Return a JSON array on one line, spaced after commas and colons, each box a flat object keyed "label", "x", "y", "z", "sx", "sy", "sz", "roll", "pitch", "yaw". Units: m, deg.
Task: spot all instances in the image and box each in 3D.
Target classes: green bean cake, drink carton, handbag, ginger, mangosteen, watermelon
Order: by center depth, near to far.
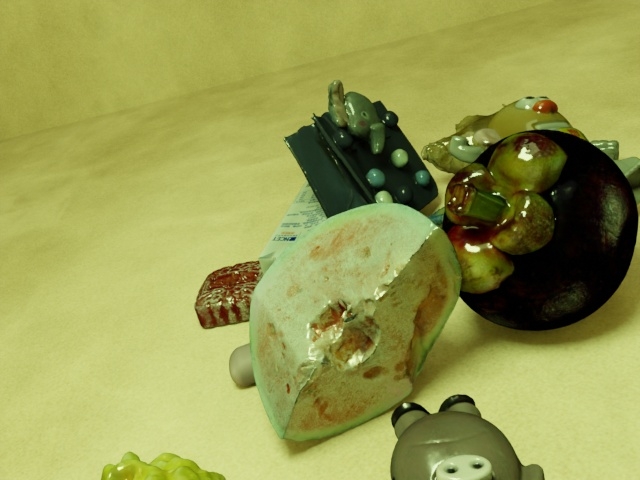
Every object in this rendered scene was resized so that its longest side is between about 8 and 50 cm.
[{"label": "watermelon", "x": 0.045, "y": 0.096, "z": 0.960, "sx": 0.322, "sy": 0.175, "sz": 0.188, "roll": -44, "pitch": 41, "yaw": 9}, {"label": "mangosteen", "x": 0.266, "y": -0.021, "z": 0.976, "sx": 0.302, "sy": 0.274, "sz": 0.275, "roll": 16, "pitch": -1, "yaw": -44}, {"label": "green bean cake", "x": -0.146, "y": 0.089, "z": 1.289, "sx": 0.135, "sy": 0.056, "sz": 0.135, "roll": -11, "pitch": 27, "yaw": 9}, {"label": "drink carton", "x": 0.000, "y": 0.000, "z": 1.295, "sx": 0.107, "sy": 0.130, "sz": 0.315, "roll": -8, "pitch": 27, "yaw": 21}, {"label": "handbag", "x": 0.082, "y": -0.148, "z": 1.307, "sx": 0.118, "sy": 0.269, "sz": 0.326, "roll": -31, "pitch": 2, "yaw": 28}, {"label": "ginger", "x": 0.335, "y": -0.178, "z": 1.455, "sx": 0.270, "sy": 0.123, "sz": 0.218, "roll": -23, "pitch": 44, "yaw": -4}]

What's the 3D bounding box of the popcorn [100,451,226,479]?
[{"label": "popcorn", "x": -0.179, "y": 0.313, "z": 0.734, "sx": 0.217, "sy": 0.180, "sz": 0.235, "roll": -12, "pitch": 20, "yaw": 14}]

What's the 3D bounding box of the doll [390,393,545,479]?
[{"label": "doll", "x": 0.149, "y": 0.256, "z": 0.729, "sx": 0.182, "sy": 0.117, "sz": 0.257, "roll": -11, "pitch": 24, "yaw": -1}]

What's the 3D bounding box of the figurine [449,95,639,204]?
[{"label": "figurine", "x": 0.389, "y": -0.140, "z": 1.255, "sx": 0.343, "sy": 0.167, "sz": 0.285, "roll": 20, "pitch": 21, "yaw": -31}]

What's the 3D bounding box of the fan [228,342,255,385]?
[{"label": "fan", "x": -0.019, "y": 0.153, "z": 1.084, "sx": 0.245, "sy": 0.074, "sz": 0.130, "roll": -19, "pitch": 37, "yaw": 6}]

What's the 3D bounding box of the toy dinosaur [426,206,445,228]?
[{"label": "toy dinosaur", "x": 0.221, "y": -0.043, "z": 1.334, "sx": 0.248, "sy": 0.075, "sz": 0.188, "roll": -34, "pitch": 17, "yaw": -28}]
